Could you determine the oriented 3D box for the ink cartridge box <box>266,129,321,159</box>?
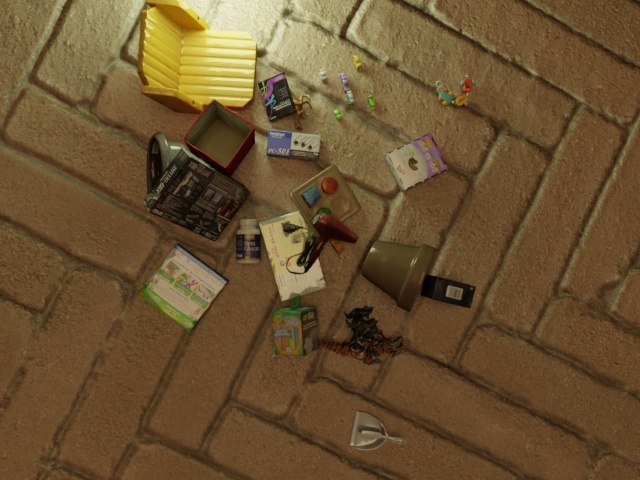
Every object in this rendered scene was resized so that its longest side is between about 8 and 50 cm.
[{"bbox_3d":[-0.105,-0.373,1.830,0.207,0.046,0.097,6,88,-4],"label":"ink cartridge box"}]

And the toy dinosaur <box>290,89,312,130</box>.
[{"bbox_3d":[-0.096,-0.542,1.823,0.112,0.064,0.211,-19,91,-3],"label":"toy dinosaur"}]

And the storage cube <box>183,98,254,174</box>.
[{"bbox_3d":[-0.370,-0.371,1.730,0.184,0.193,0.214,33,83,-4],"label":"storage cube"}]

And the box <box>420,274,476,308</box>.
[{"bbox_3d":[0.496,0.197,1.815,0.156,0.158,0.093,14,88,-4],"label":"box"}]

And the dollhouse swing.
[{"bbox_3d":[-0.435,-0.667,1.698,0.305,0.315,0.346,4,89,16],"label":"dollhouse swing"}]

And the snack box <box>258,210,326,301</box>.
[{"bbox_3d":[-0.110,0.059,1.821,0.187,0.060,0.321,-16,91,-6],"label":"snack box"}]

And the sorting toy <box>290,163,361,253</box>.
[{"bbox_3d":[0.051,-0.114,1.816,0.229,0.041,0.307,-36,102,-14],"label":"sorting toy"}]

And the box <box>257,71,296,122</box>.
[{"bbox_3d":[-0.169,-0.557,1.812,0.116,0.029,0.162,-17,92,22],"label":"box"}]

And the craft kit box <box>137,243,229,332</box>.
[{"bbox_3d":[-0.527,0.183,1.796,0.250,0.061,0.246,38,85,-3],"label":"craft kit box"}]

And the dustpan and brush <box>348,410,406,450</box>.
[{"bbox_3d":[0.232,0.773,1.844,0.211,0.060,0.147,11,89,-4],"label":"dustpan and brush"}]

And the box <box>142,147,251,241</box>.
[{"bbox_3d":[-0.438,-0.155,1.676,0.242,0.307,0.076,-52,49,8],"label":"box"}]

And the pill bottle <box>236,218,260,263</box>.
[{"bbox_3d":[-0.279,0.003,1.792,0.094,0.094,0.169,-1,90,-4],"label":"pill bottle"}]

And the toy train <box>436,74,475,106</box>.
[{"bbox_3d":[0.543,-0.600,1.879,0.167,0.046,0.125,-6,89,-7],"label":"toy train"}]

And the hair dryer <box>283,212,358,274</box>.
[{"bbox_3d":[0.000,0.000,1.775,0.294,0.080,0.223,-11,120,-8],"label":"hair dryer"}]

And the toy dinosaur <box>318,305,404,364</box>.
[{"bbox_3d":[0.162,0.391,1.804,0.322,0.164,0.218,-8,107,-23],"label":"toy dinosaur"}]

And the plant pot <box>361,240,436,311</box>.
[{"bbox_3d":[0.289,0.107,1.775,0.229,0.263,0.262,24,88,13],"label":"plant pot"}]

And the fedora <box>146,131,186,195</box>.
[{"bbox_3d":[-0.564,-0.262,1.737,0.124,0.244,0.275,-3,96,-34],"label":"fedora"}]

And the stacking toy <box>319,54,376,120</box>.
[{"bbox_3d":[0.108,-0.603,1.843,0.167,0.052,0.221,-21,92,-4],"label":"stacking toy"}]

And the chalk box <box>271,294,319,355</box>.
[{"bbox_3d":[-0.095,0.317,1.764,0.132,0.132,0.212,-5,90,28],"label":"chalk box"}]

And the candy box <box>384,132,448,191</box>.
[{"bbox_3d":[0.379,-0.310,1.852,0.196,0.070,0.164,-26,92,-4],"label":"candy box"}]
